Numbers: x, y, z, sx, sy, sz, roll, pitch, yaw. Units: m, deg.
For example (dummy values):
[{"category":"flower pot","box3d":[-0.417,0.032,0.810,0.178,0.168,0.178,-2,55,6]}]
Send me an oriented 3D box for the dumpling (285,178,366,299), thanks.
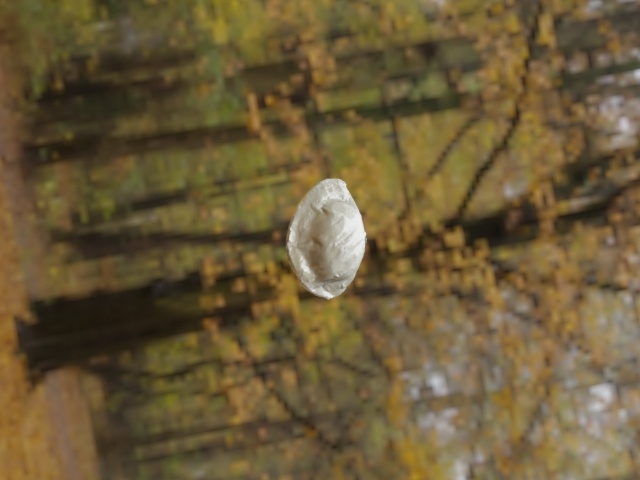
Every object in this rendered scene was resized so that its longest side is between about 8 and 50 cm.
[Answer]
[{"category":"dumpling","box3d":[0.001,0.001,1.244,0.043,0.059,0.077,45,-53,45]}]
